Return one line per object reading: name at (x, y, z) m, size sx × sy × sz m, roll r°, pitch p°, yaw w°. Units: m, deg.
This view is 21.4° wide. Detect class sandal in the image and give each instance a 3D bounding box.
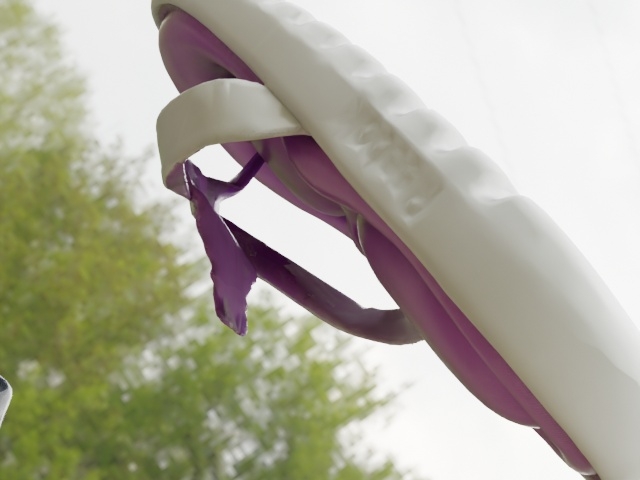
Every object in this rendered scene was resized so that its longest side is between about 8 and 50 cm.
sandal at (-0.009, -0.011, 0.670) m, size 0.169 × 0.102 × 0.416 m, roll 52°, pitch -5°, yaw -25°

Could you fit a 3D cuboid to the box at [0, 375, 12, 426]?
box at (-0.425, 0.218, 0.606) m, size 0.297 × 0.471 × 0.480 m, roll 37°, pitch -55°, yaw 17°
